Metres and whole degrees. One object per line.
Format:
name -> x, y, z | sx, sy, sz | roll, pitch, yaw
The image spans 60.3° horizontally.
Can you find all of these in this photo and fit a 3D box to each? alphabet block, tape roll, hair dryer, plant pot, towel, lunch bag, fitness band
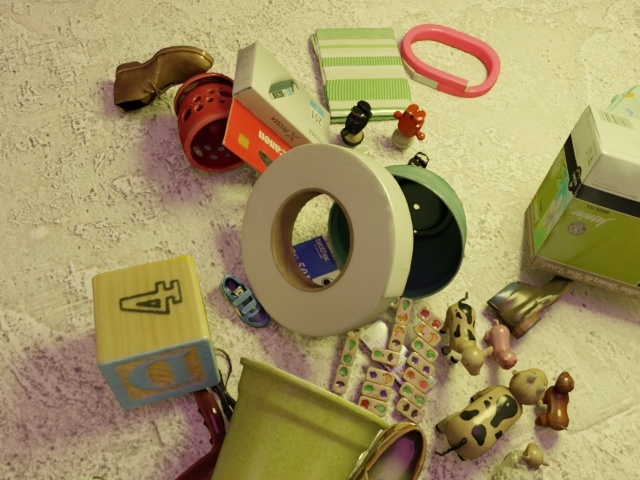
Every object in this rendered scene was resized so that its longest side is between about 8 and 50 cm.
alphabet block -> -0.311, 0.174, 1.052 | 0.194, 0.192, 0.197 | -12, 51, -14
tape roll -> 0.000, 0.000, 1.111 | 0.072, 0.392, 0.392 | 1, 54, -53
hair dryer -> -0.194, 0.371, 1.065 | 0.224, 0.080, 0.293 | 18, 54, 16
plant pot -> -0.251, -0.285, 1.316 | 0.191, 0.191, 0.174 | -17, 57, -14
towel -> 0.114, -0.464, 1.524 | 0.248, 0.038, 0.324 | -5, 62, -10
plant pot -> -0.063, 0.366, 0.910 | 0.276, 0.276, 0.253 | 24, 72, 6
plant pot -> 0.189, -0.044, 1.207 | 0.293, 0.293, 0.196 | 32, 38, 10
lunch bag -> 0.843, -0.283, 1.467 | 0.224, 0.108, 0.279 | 41, 65, 20
fitness band -> 0.368, -0.516, 1.566 | 0.291, 0.054, 0.209 | 24, 63, 5

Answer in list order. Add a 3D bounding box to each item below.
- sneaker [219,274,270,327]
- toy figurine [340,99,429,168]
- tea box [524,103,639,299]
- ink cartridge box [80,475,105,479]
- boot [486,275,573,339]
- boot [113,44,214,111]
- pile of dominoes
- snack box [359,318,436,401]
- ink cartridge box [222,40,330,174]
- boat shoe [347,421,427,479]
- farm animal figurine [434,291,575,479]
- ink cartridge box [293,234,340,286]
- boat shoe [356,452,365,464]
sneaker -> -0.166, 0.130, 1.182 | 0.144, 0.059, 0.053 | 42, 65, 13
toy figurine -> 0.155, -0.223, 1.353 | 0.213, 0.148, 0.209 | 0, 69, -8
tea box -> 0.671, -0.069, 1.197 | 0.329, 0.323, 0.220 | 18, 41, 2
ink cartridge box -> -0.471, 0.518, 0.938 | 0.218, 0.092, 0.158 | -15, 66, -11
boot -> 0.477, 0.114, 1.245 | 0.219, 0.082, 0.106 | -39, 74, -22
boot -> -0.388, -0.387, 1.347 | 0.305, 0.112, 0.115 | -7, 66, 30
pile of dominoes -> 0.145, 0.233, 1.134 | 0.196, 0.040, 0.251 | 16, 77, 5
snack box -> 0.162, 0.254, 1.175 | 0.064, 0.022, 0.178 | -35, 72, -20
ink cartridge box -> -0.086, -0.262, 1.273 | 0.066, 0.296, 0.261 | -15, 58, 32
boat shoe -> 0.096, 0.470, 1.005 | 0.123, 0.120, 0.324 | 30, 64, 9
farm animal figurine -> 0.346, 0.298, 1.088 | 0.330, 0.172, 0.326 | 36, 65, 12
ink cartridge box -> 0.000, 0.097, 1.224 | 0.097, 0.046, 0.207 | -20, 67, -16
boat shoe -> -0.005, 0.441, 1.030 | 0.233, 0.084, 0.079 | -36, 72, -17
